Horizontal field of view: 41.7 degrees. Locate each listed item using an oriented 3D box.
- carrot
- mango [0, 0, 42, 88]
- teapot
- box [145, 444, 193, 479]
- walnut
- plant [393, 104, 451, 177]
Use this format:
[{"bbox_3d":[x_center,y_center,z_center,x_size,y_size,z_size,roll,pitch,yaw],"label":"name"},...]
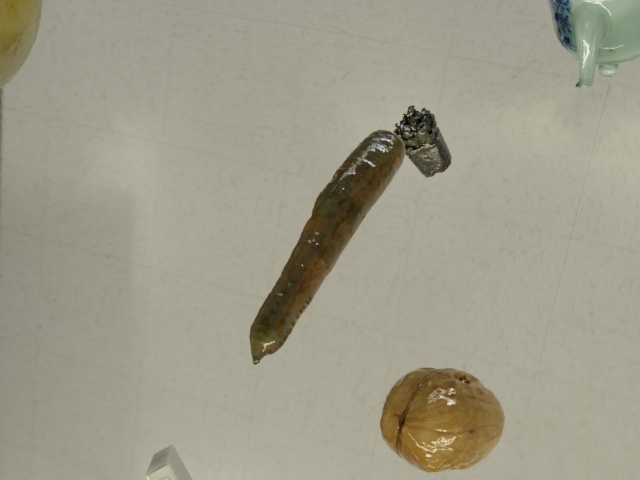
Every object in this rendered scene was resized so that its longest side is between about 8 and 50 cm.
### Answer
[{"bbox_3d":[0.001,0.001,1.017,0.070,0.070,0.342,29,70,10],"label":"carrot"},{"bbox_3d":[-0.348,-0.162,0.661,0.182,0.253,0.365,62,157,-9],"label":"mango"},{"bbox_3d":[0.376,-0.285,1.094,0.159,0.232,0.158,21,131,27],"label":"teapot"},{"bbox_3d":[-0.089,0.248,0.678,0.024,0.090,0.166,-29,89,-9],"label":"box"},{"bbox_3d":[0.160,0.234,1.106,0.144,0.180,0.144,-20,64,49],"label":"walnut"},{"bbox_3d":[0.206,-0.201,1.689,0.092,0.094,0.143,-19,122,29],"label":"plant"}]
